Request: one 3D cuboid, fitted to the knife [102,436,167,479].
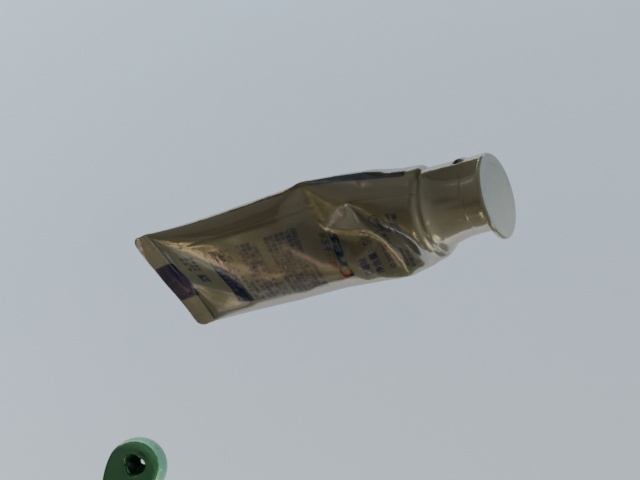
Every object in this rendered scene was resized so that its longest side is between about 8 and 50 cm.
[{"bbox_3d":[-0.229,0.294,1.027,0.063,0.034,0.260,35,-83,9],"label":"knife"}]

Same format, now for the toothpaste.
[{"bbox_3d":[0.000,0.000,0.752,0.266,0.096,0.061,-15,-143,27],"label":"toothpaste"}]
